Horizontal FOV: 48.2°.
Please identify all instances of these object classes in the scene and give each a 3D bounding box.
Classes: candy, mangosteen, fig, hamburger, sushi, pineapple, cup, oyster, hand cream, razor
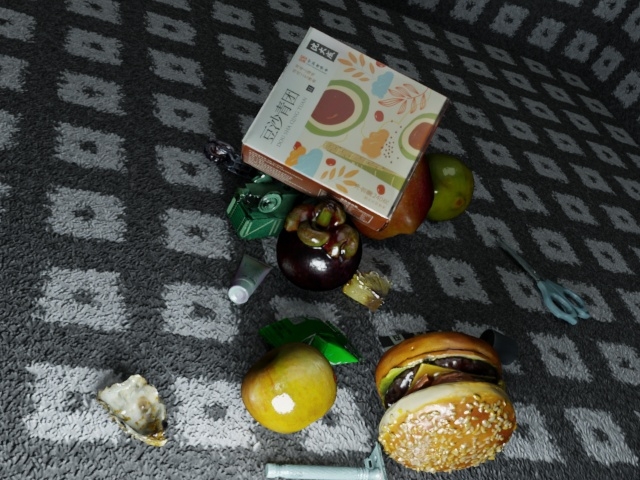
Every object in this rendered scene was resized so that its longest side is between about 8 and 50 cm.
[{"bbox_3d":[-0.014,0.219,1.545,0.203,0.078,0.141,1,45,-41],"label":"candy"},{"bbox_3d":[0.000,0.000,1.667,0.212,0.250,0.211,3,50,-4],"label":"mangosteen"},{"bbox_3d":[0.339,-0.165,2.146,0.230,0.207,0.207,28,32,28],"label":"fig"},{"bbox_3d":[0.243,0.332,1.426,0.291,0.291,0.225,14,43,-21],"label":"hamburger"},{"bbox_3d":[0.261,0.278,1.689,0.210,0.040,0.192,1,45,-33],"label":"sushi"},{"bbox_3d":[0.129,0.121,1.764,0.137,0.069,0.116,4,42,-33],"label":"pineapple"},{"bbox_3d":[0.442,0.281,1.792,0.077,0.078,0.100,24,70,-15],"label":"cup"},{"bbox_3d":[-0.320,0.305,1.250,0.103,0.051,0.148,-17,45,-33],"label":"oyster"},{"bbox_3d":[-0.163,0.084,1.638,0.076,0.047,0.174,27,27,-3],"label":"hand cream"},{"bbox_3d":[0.011,0.431,1.330,0.232,0.068,0.106,8,39,-17],"label":"razor"}]

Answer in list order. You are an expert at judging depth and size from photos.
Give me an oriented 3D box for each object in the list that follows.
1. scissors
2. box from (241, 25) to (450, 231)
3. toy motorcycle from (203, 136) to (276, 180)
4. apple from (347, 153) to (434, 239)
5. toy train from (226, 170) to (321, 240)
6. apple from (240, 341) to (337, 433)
[{"bbox_3d":[0.658,0.115,2.169,0.191,0.029,0.360,-12,51,-48],"label":"scissors"},{"bbox_3d":[0.060,-0.265,1.711,0.385,0.122,0.344,28,75,0],"label":"box"},{"bbox_3d":[-0.210,-0.233,1.951,0.216,0.080,0.122,18,40,-17],"label":"toy motorcycle"},{"bbox_3d":[0.155,-0.163,1.919,0.316,0.288,0.288,54,27,-26],"label":"apple"},{"bbox_3d":[-0.100,-0.085,1.783,0.270,0.154,0.115,-5,46,-38],"label":"toy train"},{"bbox_3d":[-0.056,0.283,1.358,0.155,0.183,0.182,58,36,-10],"label":"apple"}]
